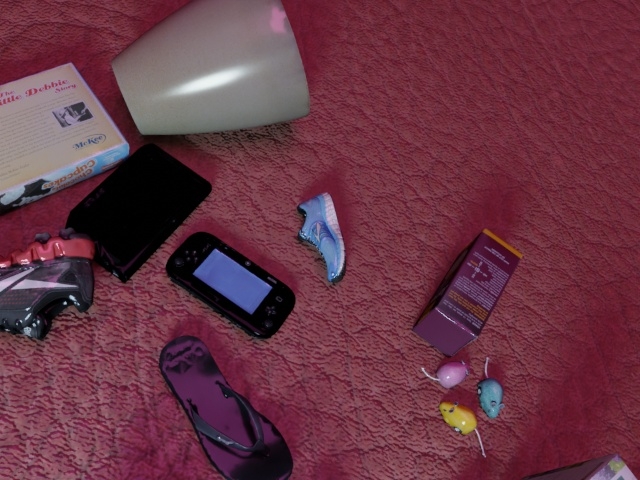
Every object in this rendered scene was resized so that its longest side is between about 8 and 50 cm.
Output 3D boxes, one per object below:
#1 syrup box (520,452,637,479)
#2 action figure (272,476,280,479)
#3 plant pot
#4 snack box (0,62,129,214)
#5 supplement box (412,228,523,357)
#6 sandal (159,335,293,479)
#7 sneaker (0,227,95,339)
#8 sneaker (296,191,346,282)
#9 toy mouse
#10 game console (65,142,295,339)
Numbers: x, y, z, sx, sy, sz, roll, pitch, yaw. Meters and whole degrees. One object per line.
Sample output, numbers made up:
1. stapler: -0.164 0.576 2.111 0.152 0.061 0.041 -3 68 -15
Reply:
1. syrup box: 0.327 0.366 0.845 0.096 0.237 0.093 -26 72 -26
2. action figure: -0.171 0.367 0.746 0.285 0.185 0.099 -12 42 -27
3. plant pot: -0.192 -0.283 1.053 0.274 0.256 0.256 -21 70 -8
4. snack box: -0.487 -0.144 0.980 0.322 0.060 0.187 -29 75 -27
5. supplement box: 0.242 0.086 1.046 0.081 0.104 0.188 36 59 5
6. sandal: -0.138 0.241 0.881 0.097 0.054 0.254 -38 78 -29
7. sneaker: -0.436 0.080 0.854 0.276 0.097 0.135 -15 78 -16
8. sneaker: 0.000 0.000 1.057 0.073 0.063 0.162 -13 62 -3
9. toy mouse: 0.242 0.233 1.010 0.161 0.031 0.143 42 60 8
10. game console: -0.196 0.011 0.993 0.361 0.044 0.213 35 59 3
